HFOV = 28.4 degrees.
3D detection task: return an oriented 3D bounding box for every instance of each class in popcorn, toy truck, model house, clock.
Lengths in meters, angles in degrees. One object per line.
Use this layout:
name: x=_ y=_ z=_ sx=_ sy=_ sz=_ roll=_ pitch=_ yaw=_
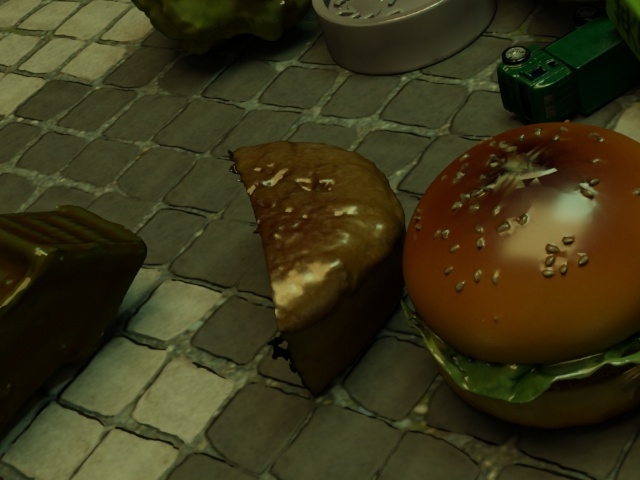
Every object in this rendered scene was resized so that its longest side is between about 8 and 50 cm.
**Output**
popcorn: x=-0.116 y=-0.330 z=1.480 sx=0.255 sy=0.194 sz=0.256 roll=7 pitch=30 yaw=40
toy truck: x=0.245 y=-0.168 z=1.210 sx=0.147 sy=0.065 sz=0.079 roll=-30 pitch=42 yaw=-12
model house: x=-0.299 y=0.040 z=1.142 sx=0.268 sy=0.173 sz=0.239 roll=21 pitch=56 yaw=39
clock: x=0.092 y=-0.268 z=1.403 sx=0.197 sy=0.068 sz=0.197 roll=-14 pitch=39 yaw=11

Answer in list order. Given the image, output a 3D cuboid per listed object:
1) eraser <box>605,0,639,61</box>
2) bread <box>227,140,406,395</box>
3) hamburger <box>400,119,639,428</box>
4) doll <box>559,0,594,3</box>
eraser: x=0.392 y=-0.162 z=1.068 sx=0.210 sy=0.092 sz=0.274 roll=-18 pitch=49 yaw=-1
bread: x=0.009 y=0.001 z=1.077 sx=0.134 sy=0.129 sz=0.260 roll=-18 pitch=40 yaw=4
hamburger: x=0.173 y=0.012 z=0.946 sx=0.246 sy=0.170 sz=0.246 roll=-15 pitch=36 yaw=11
doll: x=0.256 y=-0.320 z=1.309 sx=0.177 sy=0.141 sz=0.314 roll=-1 pitch=27 yaw=2
